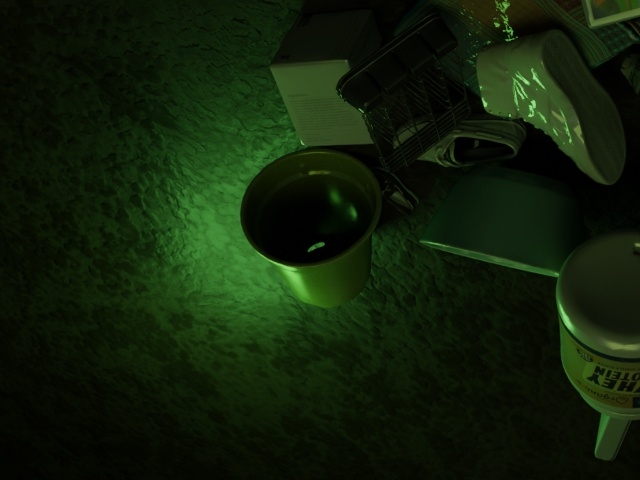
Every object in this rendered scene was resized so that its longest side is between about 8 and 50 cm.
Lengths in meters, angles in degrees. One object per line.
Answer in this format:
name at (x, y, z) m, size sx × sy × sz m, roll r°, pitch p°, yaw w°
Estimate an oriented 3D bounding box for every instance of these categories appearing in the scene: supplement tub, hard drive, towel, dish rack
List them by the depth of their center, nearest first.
towel at (0.296, -0.329, 1.669) m, size 0.271 × 0.040 × 0.370 m, roll 34°, pitch 158°, yaw -12°
dish rack at (0.152, -0.231, 1.754) m, size 0.074 × 0.208 × 0.271 m, roll 53°, pitch 178°, yaw 28°
supplement tub at (0.513, 0.150, 1.755) m, size 0.228 × 0.228 × 0.316 m, roll 7°, pitch 150°, yaw 20°
hard drive at (0.586, 0.241, 2.030) m, size 0.040 × 0.307 × 0.203 m, roll 14°, pitch 139°, yaw 11°

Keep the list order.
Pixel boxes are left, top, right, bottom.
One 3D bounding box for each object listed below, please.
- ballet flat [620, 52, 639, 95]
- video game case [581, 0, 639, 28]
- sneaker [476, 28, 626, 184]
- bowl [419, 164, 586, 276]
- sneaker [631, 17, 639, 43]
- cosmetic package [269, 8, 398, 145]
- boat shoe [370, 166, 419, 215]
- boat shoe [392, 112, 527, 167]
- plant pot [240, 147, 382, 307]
ballet flat at (0.499, -0.262, 1.640) m, size 0.070 × 0.188 × 0.070 m, roll 0°, pitch 91°, yaw 23°
video game case at (0.464, -0.477, 1.395) m, size 0.300 × 0.036 × 0.329 m, roll -11°, pitch 106°, yaw 27°
sneaker at (0.362, -0.209, 1.680) m, size 0.169 × 0.108 × 0.292 m, roll 3°, pitch 138°, yaw 51°
bowl at (0.348, -0.036, 1.902) m, size 0.311 × 0.163 × 0.311 m, roll 14°, pitch 178°, yaw 0°
sneaker at (0.434, -0.363, 1.600) m, size 0.300 × 0.111 × 0.121 m, roll 25°, pitch 145°, yaw 2°
cosmetic package at (0.028, -0.283, 1.851) m, size 0.151 × 0.151 × 0.183 m, roll 1°, pitch 136°, yaw 25°
boat shoe at (0.141, -0.097, 2.089) m, size 0.125 × 0.038 × 0.046 m, roll 41°, pitch 138°, yaw -19°
boat shoe at (0.242, -0.177, 1.914) m, size 0.258 × 0.084 × 0.095 m, roll -7°, pitch 131°, yaw 32°
plant pot at (0.000, 0.000, 2.121) m, size 0.276 × 0.276 × 0.254 m, roll 10°, pitch 149°, yaw 17°
